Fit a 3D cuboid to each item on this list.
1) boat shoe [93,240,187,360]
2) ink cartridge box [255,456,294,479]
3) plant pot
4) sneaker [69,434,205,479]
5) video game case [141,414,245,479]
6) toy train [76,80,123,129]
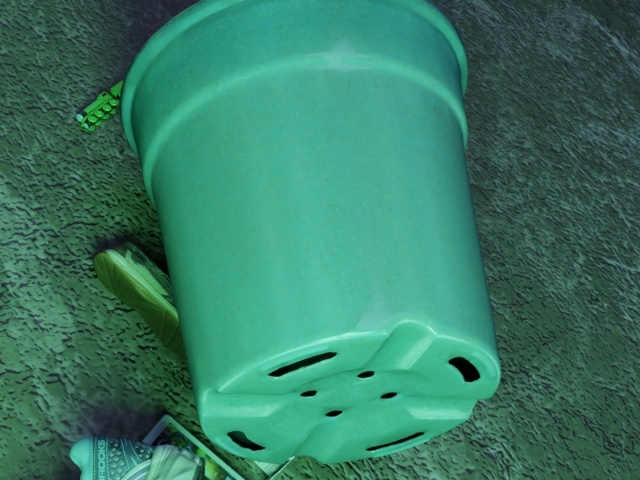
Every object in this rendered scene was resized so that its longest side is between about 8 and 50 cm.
[{"bbox_3d":[-0.149,0.056,1.064,0.152,0.056,0.049,45,52,3],"label":"boat shoe"},{"bbox_3d":[-0.033,0.191,1.047,0.028,0.048,0.083,44,46,4],"label":"ink cartridge box"},{"bbox_3d":[0.000,0.000,0.994,0.341,0.341,0.334,9,53,-27],"label":"plant pot"},{"bbox_3d":[-0.191,0.282,0.852,0.122,0.110,0.283,18,63,8],"label":"sneaker"},{"bbox_3d":[-0.113,0.271,0.961,0.190,0.022,0.173,40,47,0],"label":"video game case"},{"bbox_3d":[-0.229,-0.145,1.182,0.024,0.017,0.083,35,46,7],"label":"toy train"}]
